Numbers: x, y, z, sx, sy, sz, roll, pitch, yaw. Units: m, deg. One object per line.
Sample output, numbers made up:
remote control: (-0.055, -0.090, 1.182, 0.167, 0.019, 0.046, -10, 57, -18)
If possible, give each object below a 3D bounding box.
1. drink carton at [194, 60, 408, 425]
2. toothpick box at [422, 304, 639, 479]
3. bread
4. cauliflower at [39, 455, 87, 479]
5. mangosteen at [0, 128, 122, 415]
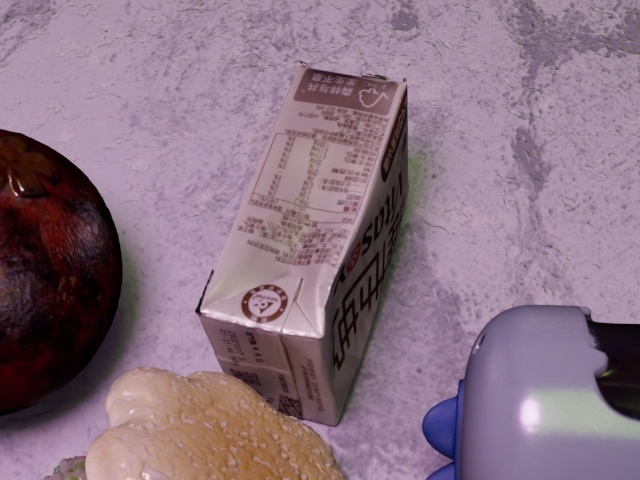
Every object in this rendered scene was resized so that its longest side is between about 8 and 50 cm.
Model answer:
drink carton: (0.000, -0.001, 0.923, 0.131, 0.194, 0.325, 11, 58, 15)
toothpick box: (0.264, 0.187, 0.758, 0.354, 0.263, 0.263, 4, 56, 9)
bread: (-0.055, 0.220, 0.742, 0.054, 0.316, 0.316, -50, 57, 19)
cauliflower: (-0.256, 0.301, 0.699, 0.315, 0.239, 0.257, 21, 51, -13)
mangosteen: (-0.366, 0.052, 0.904, 0.306, 0.360, 0.306, 21, 36, -16)
